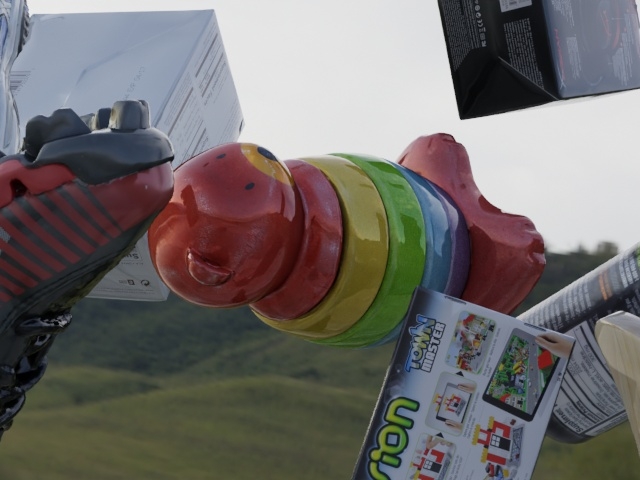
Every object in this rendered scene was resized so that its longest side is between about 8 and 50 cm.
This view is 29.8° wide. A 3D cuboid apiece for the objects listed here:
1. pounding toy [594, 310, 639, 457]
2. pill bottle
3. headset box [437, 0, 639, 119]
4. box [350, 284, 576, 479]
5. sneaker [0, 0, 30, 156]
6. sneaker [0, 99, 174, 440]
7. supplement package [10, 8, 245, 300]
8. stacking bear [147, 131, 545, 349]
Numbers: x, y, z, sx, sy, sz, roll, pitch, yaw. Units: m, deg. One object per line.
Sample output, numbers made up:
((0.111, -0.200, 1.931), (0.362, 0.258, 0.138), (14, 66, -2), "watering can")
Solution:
((0.250, 0.141, 0.610), (0.155, 0.269, 0.154), (-21, 4, -19), "pounding toy")
((0.251, 0.097, 1.073), (0.246, 0.130, 0.130), (-36, -43, 30), "pill bottle")
((0.233, -0.246, 1.229), (0.110, 0.218, 0.293), (-9, 5, 34), "headset box")
((0.084, 0.145, 0.804), (0.114, 0.207, 0.036), (19, -6, 4), "box")
((-0.228, -0.130, 0.740), (0.080, 0.211, 0.081), (-17, -29, 4), "sneaker")
((-0.157, 0.055, 0.481), (0.276, 0.135, 0.097), (-34, -2, 9), "sneaker")
((-0.215, -0.087, 1.142), (0.204, 0.262, 0.145), (2, -47, 17), "supplement package")
((0.000, 0.000, 0.903), (0.289, 0.164, 0.175), (8, 35, -44), "stacking bear")
